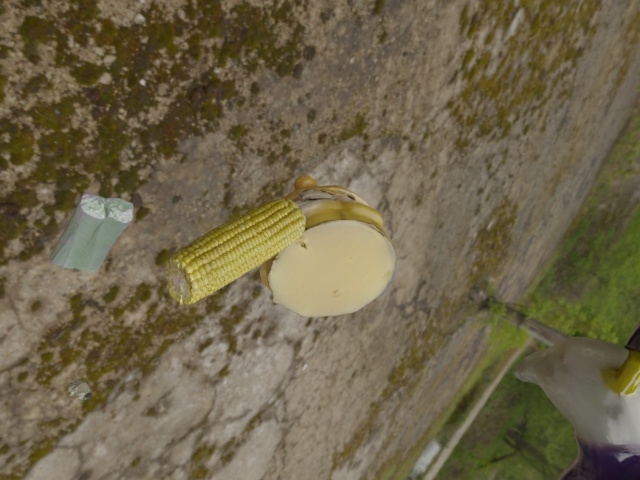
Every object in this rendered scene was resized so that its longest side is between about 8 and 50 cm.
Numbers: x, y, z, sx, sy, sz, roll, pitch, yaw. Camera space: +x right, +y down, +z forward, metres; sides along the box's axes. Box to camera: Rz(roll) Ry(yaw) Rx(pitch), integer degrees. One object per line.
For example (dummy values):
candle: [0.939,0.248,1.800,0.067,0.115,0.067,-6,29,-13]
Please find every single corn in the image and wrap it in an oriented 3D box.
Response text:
corn: [-0.118,0.007,0.795,0.248,0.081,0.081,-33,141,-43]

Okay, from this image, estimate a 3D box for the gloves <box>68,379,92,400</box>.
gloves: [-0.545,0.342,1.235,0.044,0.081,0.037,27,77,-68]

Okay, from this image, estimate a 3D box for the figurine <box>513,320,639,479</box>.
figurine: [0.249,0.210,0.498,0.154,0.193,0.420,-10,119,-45]

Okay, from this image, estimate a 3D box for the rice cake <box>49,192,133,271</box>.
rice cake: [-0.371,-0.008,0.869,0.080,0.042,0.222,16,146,-30]

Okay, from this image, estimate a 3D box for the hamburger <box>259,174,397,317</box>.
hamburger: [0.000,0.000,1.113,0.276,0.237,0.276,-8,129,-10]
